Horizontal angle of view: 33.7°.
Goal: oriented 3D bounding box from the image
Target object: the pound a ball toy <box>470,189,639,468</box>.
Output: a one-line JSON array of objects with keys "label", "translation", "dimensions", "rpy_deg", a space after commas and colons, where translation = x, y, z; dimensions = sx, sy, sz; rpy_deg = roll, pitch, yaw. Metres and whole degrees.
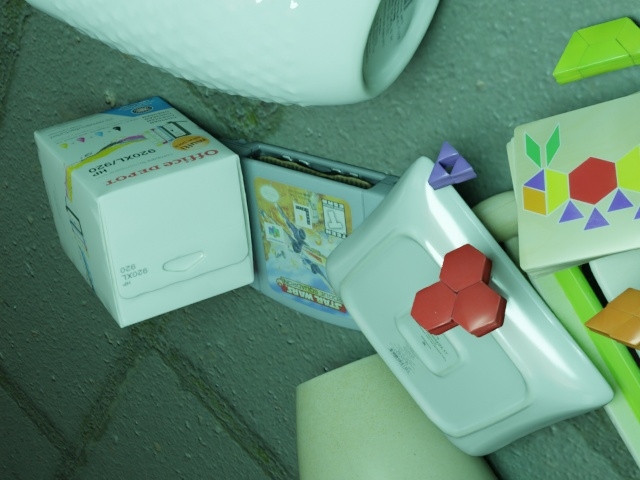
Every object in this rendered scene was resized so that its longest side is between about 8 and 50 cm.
[{"label": "pound a ball toy", "translation": [0.291, 0.073, 0.957], "dimensions": [0.319, 0.136, 0.208], "rpy_deg": [59, 165, -6]}]

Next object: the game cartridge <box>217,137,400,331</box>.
[{"label": "game cartridge", "translation": [0.000, 0.000, 1.219], "dimensions": [0.297, 0.062, 0.198], "rpy_deg": [17, 123, 36]}]

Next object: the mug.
[{"label": "mug", "translation": [-0.060, -0.297, 0.895], "dimensions": [0.328, 0.276, 0.374], "rpy_deg": [28, 140, 15]}]

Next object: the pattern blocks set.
[{"label": "pattern blocks set", "translation": [0.231, -0.049, 0.833], "dimensions": [0.325, 0.285, 0.026], "rpy_deg": [-5, 154, 34]}]

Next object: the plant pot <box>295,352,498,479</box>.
[{"label": "plant pot", "translation": [0.080, 0.272, 1.212], "dimensions": [0.256, 0.256, 0.274], "rpy_deg": [-33, 75, 50]}]

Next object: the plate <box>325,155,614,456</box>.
[{"label": "plate", "translation": [0.120, 0.088, 1.046], "dimensions": [0.277, 0.045, 0.278], "rpy_deg": [52, 152, 6]}]

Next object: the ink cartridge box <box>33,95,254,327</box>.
[{"label": "ink cartridge box", "translation": [-0.207, -0.041, 1.241], "dimensions": [0.233, 0.171, 0.168], "rpy_deg": [38, 141, 51]}]
